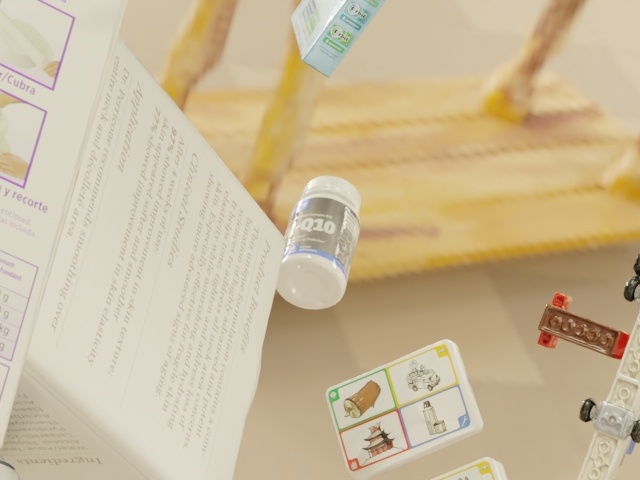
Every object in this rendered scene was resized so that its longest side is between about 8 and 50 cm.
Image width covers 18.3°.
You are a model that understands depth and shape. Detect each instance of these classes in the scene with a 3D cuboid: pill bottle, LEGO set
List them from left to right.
[{"bbox_3d":[0.000,0.000,2.108,0.078,0.078,0.137,17,45,-3],"label":"pill bottle"},{"bbox_3d":[0.139,0.112,0.964,0.060,0.244,0.182,17,51,-61],"label":"LEGO set"}]

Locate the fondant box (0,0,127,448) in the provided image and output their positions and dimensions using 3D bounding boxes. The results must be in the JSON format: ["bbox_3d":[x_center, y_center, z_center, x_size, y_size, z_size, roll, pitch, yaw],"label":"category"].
[{"bbox_3d":[-0.194,-0.034,0.951,0.096,0.238,0.330,24,59,-23],"label":"fondant box"}]

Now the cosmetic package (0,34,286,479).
[{"bbox_3d":[-0.278,0.047,1.811,0.327,0.393,0.329,-3,57,26],"label":"cosmetic package"}]

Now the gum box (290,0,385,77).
[{"bbox_3d":[0.040,-0.289,2.221,0.041,0.184,0.157,31,17,-18],"label":"gum box"}]

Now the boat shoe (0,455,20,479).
[{"bbox_3d":[-0.304,0.162,1.595,0.095,0.258,0.084,-8,73,3],"label":"boat shoe"}]
